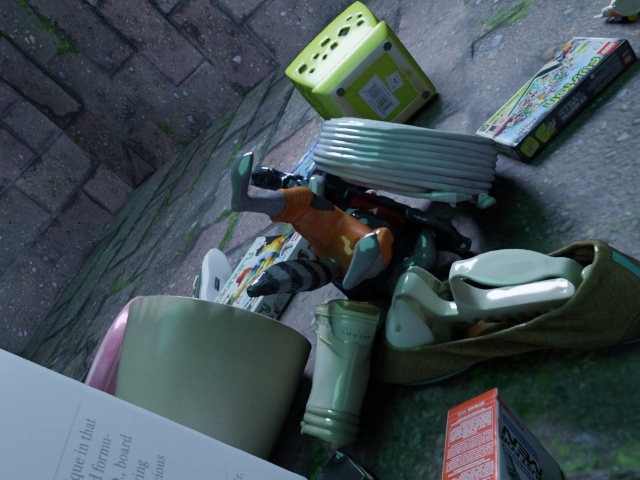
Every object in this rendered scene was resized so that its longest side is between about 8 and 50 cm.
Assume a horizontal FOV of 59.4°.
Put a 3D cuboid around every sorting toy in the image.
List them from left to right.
[{"bbox_3d":[0.460,-0.365,0.859,0.083,0.045,0.075,-47,17,0],"label":"sorting toy"}]

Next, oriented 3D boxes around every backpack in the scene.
[{"bbox_3d":[0.007,-0.131,1.142,0.158,0.117,0.173,-50,22,-10],"label":"backpack"}]

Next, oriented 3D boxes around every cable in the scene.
[{"bbox_3d":[0.117,-0.118,0.791,0.257,0.257,0.089,-42,-37,-75],"label":"cable"}]

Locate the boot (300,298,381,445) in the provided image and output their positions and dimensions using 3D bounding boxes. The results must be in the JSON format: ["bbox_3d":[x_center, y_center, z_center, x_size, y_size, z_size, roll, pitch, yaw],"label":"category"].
[{"bbox_3d":[0.019,0.165,0.699,0.213,0.077,0.165,114,167,-77],"label":"boot"}]

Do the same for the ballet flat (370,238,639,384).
[{"bbox_3d":[0.156,0.070,0.580,0.342,0.124,0.116,-21,37,45],"label":"ballet flat"}]

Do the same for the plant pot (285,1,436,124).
[{"bbox_3d":[0.093,-0.332,1.189,0.227,0.228,0.207,-43,32,9],"label":"plant pot"}]

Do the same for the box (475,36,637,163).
[{"bbox_3d":[0.337,-0.208,0.819,0.207,0.036,0.114,-45,24,4],"label":"box"}]

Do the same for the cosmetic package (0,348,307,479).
[{"bbox_3d":[-0.232,0.338,0.411,0.329,0.393,0.327,-53,22,15],"label":"cosmetic package"}]

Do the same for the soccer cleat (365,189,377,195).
[{"bbox_3d":[0.070,-0.065,1.046,0.083,0.029,0.035,-41,16,5],"label":"soccer cleat"}]

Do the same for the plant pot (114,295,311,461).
[{"bbox_3d":[-0.161,0.245,0.724,0.256,0.256,0.274,-19,51,46],"label":"plant pot"}]

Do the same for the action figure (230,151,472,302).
[{"bbox_3d":[0.000,0.000,0.737,0.341,0.330,0.178,20,87,28],"label":"action figure"}]

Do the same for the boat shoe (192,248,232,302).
[{"bbox_3d":[-0.251,0.100,1.249,0.070,0.078,0.219,-36,28,20],"label":"boat shoe"}]

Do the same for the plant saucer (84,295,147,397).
[{"bbox_3d":[-0.303,0.261,0.923,0.332,0.084,0.332,-168,90,-89],"label":"plant saucer"}]

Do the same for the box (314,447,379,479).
[{"bbox_3d":[0.023,0.271,0.575,0.083,0.052,0.062,-50,24,-9],"label":"box"}]

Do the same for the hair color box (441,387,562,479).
[{"bbox_3d":[0.134,0.196,0.403,0.053,0.093,0.167,-36,8,26],"label":"hair color box"}]

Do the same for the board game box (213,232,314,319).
[{"bbox_3d":[-0.139,0.120,1.067,0.193,0.053,0.305,-7,45,56],"label":"board game box"}]
